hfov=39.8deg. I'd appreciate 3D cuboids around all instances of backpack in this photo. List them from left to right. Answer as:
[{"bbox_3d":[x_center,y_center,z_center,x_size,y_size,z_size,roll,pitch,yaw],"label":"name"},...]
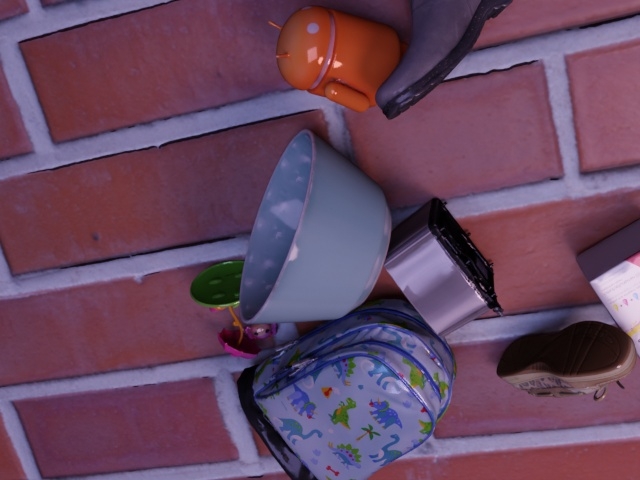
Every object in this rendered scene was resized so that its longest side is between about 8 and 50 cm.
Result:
[{"bbox_3d":[0.062,0.258,1.474,0.355,0.273,0.290,-35,93,10],"label":"backpack"}]

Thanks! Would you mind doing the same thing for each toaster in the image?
[{"bbox_3d":[0.191,0.044,1.375,0.110,0.186,0.168,-37,100,18],"label":"toaster"}]

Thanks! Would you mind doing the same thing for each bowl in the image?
[{"bbox_3d":[0.000,0.000,1.368,0.163,0.312,0.312,18,115,-16],"label":"bowl"}]

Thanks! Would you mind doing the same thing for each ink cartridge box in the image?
[{"bbox_3d":[0.496,0.080,1.340,0.128,0.127,0.176,-34,101,14],"label":"ink cartridge box"}]

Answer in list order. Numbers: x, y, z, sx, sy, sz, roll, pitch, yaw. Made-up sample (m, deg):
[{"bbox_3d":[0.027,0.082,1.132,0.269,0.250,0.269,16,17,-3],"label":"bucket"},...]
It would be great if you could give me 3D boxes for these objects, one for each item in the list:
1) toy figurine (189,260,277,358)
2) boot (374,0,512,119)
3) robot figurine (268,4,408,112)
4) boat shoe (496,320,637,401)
[{"bbox_3d":[-0.125,0.130,1.542,0.173,0.130,0.159,-15,123,-7],"label":"toy figurine"},{"bbox_3d":[0.134,-0.349,1.230,0.222,0.118,0.338,41,78,-4],"label":"boot"},{"bbox_3d":[0.030,-0.268,1.294,0.219,0.128,0.158,10,88,-23],"label":"robot figurine"},{"bbox_3d":[0.395,0.195,1.379,0.089,0.105,0.285,39,158,-14],"label":"boat shoe"}]
